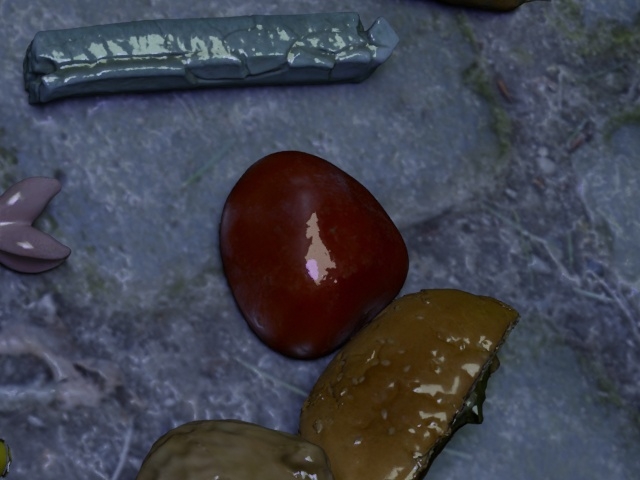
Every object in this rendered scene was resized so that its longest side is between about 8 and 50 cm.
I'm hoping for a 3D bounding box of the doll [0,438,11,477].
[{"bbox_3d":[-0.349,0.175,1.408,0.221,0.135,0.143,24,40,-27],"label":"doll"}]

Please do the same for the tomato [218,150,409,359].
[{"bbox_3d":[-0.008,-0.001,1.639,0.166,0.082,0.174,-37,82,-26],"label":"tomato"}]

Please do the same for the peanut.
[{"bbox_3d":[-0.084,0.242,1.458,0.196,0.110,0.233,32,88,32],"label":"peanut"}]

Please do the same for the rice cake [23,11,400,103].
[{"bbox_3d":[-0.094,-0.164,1.699,0.336,0.066,0.063,-7,77,-18],"label":"rice cake"}]

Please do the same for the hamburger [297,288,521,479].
[{"bbox_3d":[0.061,0.138,1.571,0.131,0.124,0.262,37,61,4],"label":"hamburger"}]

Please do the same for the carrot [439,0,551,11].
[{"bbox_3d":[0.082,-0.265,1.798,0.298,0.078,0.078,18,62,-12],"label":"carrot"}]

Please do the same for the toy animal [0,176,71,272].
[{"bbox_3d":[-0.311,-0.007,1.556,0.212,0.124,0.124,14,58,-46],"label":"toy animal"}]
